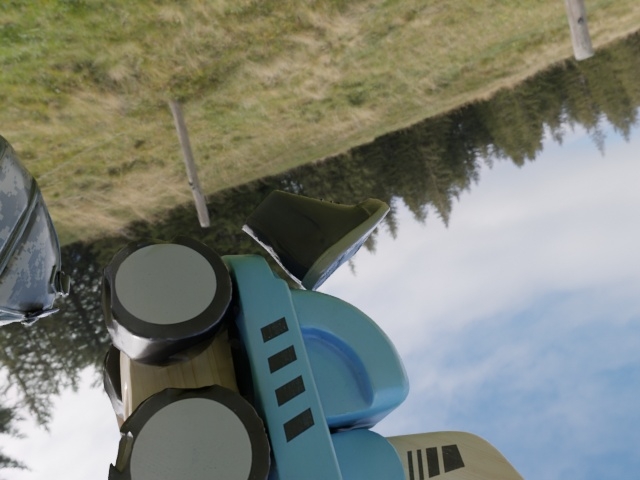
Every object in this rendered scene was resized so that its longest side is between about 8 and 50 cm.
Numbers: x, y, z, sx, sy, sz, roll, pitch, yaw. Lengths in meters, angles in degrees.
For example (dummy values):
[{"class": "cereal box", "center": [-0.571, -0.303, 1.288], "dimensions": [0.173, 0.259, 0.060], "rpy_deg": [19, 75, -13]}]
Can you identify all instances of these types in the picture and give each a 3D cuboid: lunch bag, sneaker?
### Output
[{"class": "lunch bag", "center": [-0.501, -0.001, 0.597], "dimensions": [0.306, 0.212, 0.256], "rpy_deg": [6, 151, -5]}, {"class": "sneaker", "center": [0.005, -0.032, 0.620], "dimensions": [0.083, 0.118, 0.222], "rpy_deg": [-56, 169, 33]}]

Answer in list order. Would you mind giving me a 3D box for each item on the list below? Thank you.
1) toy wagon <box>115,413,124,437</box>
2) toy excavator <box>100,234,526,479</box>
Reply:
[{"class": "toy wagon", "center": [-0.070, 0.225, 0.606], "dimensions": [0.345, 0.267, 0.068], "rpy_deg": [20, 156, 8]}, {"class": "toy excavator", "center": [0.038, 0.204, 0.468], "dimensions": [0.446, 0.432, 0.222], "rpy_deg": [-3, 144, -25]}]
